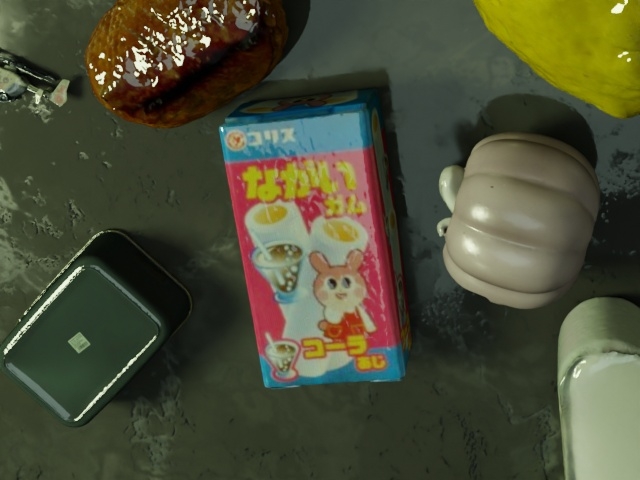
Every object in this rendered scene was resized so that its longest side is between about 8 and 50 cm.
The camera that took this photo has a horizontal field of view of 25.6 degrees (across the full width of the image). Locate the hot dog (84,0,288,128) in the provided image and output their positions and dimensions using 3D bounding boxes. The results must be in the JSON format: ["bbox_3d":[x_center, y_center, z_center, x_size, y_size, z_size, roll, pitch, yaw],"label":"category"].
[{"bbox_3d":[-0.136,-0.208,1.452,0.227,0.099,0.160,-26,102,18],"label":"hot dog"}]

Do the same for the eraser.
[{"bbox_3d":[0.361,0.202,1.483,0.331,0.150,0.331,3,112,8],"label":"eraser"}]

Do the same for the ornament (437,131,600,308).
[{"bbox_3d":[0.193,-0.023,1.421,0.177,0.177,0.177,3,109,9],"label":"ornament"}]

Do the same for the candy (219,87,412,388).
[{"bbox_3d":[0.000,0.000,1.501,0.157,0.100,0.306,-5,109,13],"label":"candy"}]

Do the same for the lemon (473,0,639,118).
[{"bbox_3d":[0.279,-0.282,1.210,0.350,0.387,0.350,2,133,2],"label":"lemon"}]

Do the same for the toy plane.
[{"bbox_3d":[-0.332,-0.172,1.536,0.121,0.031,0.049,22,102,5],"label":"toy plane"}]

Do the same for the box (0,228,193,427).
[{"bbox_3d":[-0.257,0.103,1.585,0.144,0.090,0.201,43,110,-7],"label":"box"}]
